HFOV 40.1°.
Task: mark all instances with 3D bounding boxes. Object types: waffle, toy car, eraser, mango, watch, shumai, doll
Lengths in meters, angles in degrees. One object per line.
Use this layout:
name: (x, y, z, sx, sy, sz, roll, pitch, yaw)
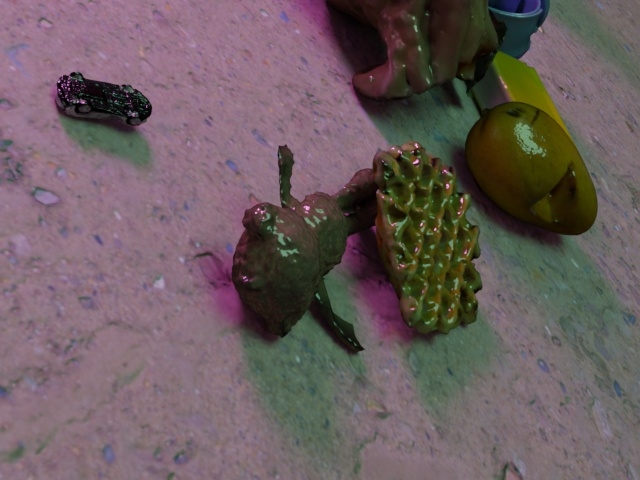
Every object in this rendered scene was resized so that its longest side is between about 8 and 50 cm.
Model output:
waffle: (0.121, -0.004, 0.997, 0.204, 0.054, 0.224, -2, 80, -55)
toy car: (-0.201, -0.128, 0.818, 0.093, 0.025, 0.041, 9, 53, -40)
eraser: (0.338, -0.207, 1.466, 0.158, 0.069, 0.226, 13, 49, -43)
mango: (0.320, -0.098, 1.294, 0.262, 0.130, 0.167, 27, 47, -37)
watch: (0.298, -0.410, 1.545, 0.193, 0.211, 0.211, -29, 81, -39)
shumai: (0.130, -0.323, 1.176, 0.267, 0.314, 0.263, 8, 67, -25)
doll: (-0.004, -0.016, 0.884, 0.286, 0.091, 0.203, -67, 146, -41)

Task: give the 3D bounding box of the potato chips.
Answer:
potato chips: (0.227, -0.294, 1.353, 0.059, 0.167, 0.228, -10, 41, -13)
